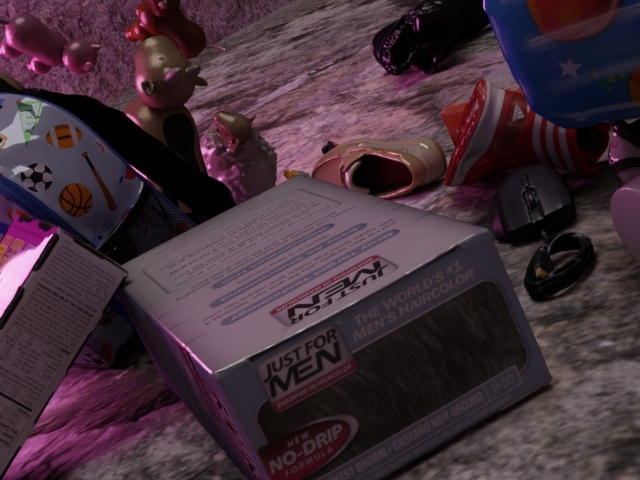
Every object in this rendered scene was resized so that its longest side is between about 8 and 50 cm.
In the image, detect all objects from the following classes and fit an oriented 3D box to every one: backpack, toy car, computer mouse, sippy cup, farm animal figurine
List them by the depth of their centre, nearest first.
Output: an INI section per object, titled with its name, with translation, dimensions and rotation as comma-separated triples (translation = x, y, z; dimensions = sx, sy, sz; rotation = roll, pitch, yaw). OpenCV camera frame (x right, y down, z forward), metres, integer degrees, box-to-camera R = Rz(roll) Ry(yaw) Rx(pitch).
[sippy cup]
translation = 0.229, -0.182, 0.869
dimensions = 0.224, 0.240, 0.305
rotation = -18, 17, 25
[computer mouse]
translation = 0.168, -0.015, 1.036
dimensions = 0.071, 0.041, 0.242
rotation = -21, 16, 9
[backpack]
translation = -0.257, -0.013, 1.258
dimensions = 0.277, 0.263, 0.213
rotation = -7, 39, 48
[farm animal figurine]
translation = -0.205, -0.129, 1.458
dimensions = 0.330, 0.326, 0.172
rotation = -37, 20, -34
[toy car]
translation = 0.004, -0.087, 1.514
dimensions = 0.041, 0.060, 0.122
rotation = 4, 9, -27

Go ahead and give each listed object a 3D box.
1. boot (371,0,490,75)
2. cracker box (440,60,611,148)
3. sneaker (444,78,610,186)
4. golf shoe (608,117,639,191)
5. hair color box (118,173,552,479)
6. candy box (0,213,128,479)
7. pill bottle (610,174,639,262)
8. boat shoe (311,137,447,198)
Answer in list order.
[boot]
translation = 0.187, -0.321, 1.941
dimensions = 0.246, 0.094, 0.207
rotation = -31, 11, 2
[cracker box]
translation = 0.251, -0.162, 1.358
dimensions = 0.156, 0.067, 0.232
rotation = -8, 23, 44
[sneaker]
translation = 0.186, -0.078, 1.200
dimensions = 0.128, 0.087, 0.221
rotation = 16, -2, 3
[golf shoe]
translation = 0.299, -0.088, 0.977
dimensions = 0.186, 0.086, 0.067
rotation = -27, 38, -6
[hair color box]
translation = -0.016, 0.055, 0.941
dimensions = 0.185, 0.113, 0.374
rotation = -28, 15, -12
[candy box]
translation = -0.257, 0.098, 1.047
dimensions = 0.233, 0.071, 0.159
rotation = -58, 23, -8
[pill bottle]
translation = 0.266, -0.037, 0.887
dimensions = 0.137, 0.078, 0.078
rotation = -29, 16, -19
[boat shoe]
translation = 0.047, -0.071, 1.368
dimensions = 0.170, 0.063, 0.059
rotation = -9, 16, 43
